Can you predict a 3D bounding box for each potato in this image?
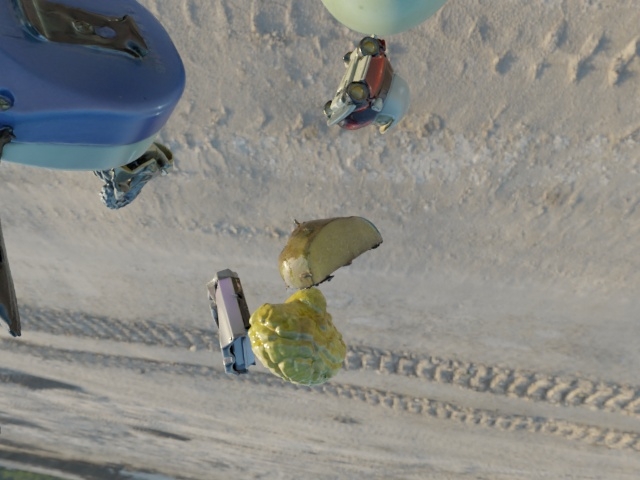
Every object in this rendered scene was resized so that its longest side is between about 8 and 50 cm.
[{"bbox_3d":[0.000,0.000,0.782,0.101,0.172,0.089,-11,104,48],"label":"potato"}]

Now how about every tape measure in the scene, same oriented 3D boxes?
[{"bbox_3d":[-0.203,-0.105,0.452,0.215,0.351,0.098,-8,154,-48],"label":"tape measure"}]

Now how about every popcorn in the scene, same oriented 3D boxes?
[{"bbox_3d":[-0.040,0.200,1.158,0.226,0.203,0.200,27,167,-1],"label":"popcorn"}]

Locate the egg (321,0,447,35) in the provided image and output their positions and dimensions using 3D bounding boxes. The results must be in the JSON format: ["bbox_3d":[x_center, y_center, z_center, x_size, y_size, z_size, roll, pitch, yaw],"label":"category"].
[{"bbox_3d":[0.112,-0.490,0.838,0.276,0.275,0.389,12,160,-3],"label":"egg"}]

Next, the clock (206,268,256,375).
[{"bbox_3d":[-0.219,0.207,1.335,0.084,0.186,0.253,-13,147,-15],"label":"clock"}]

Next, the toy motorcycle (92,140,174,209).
[{"bbox_3d":[-0.278,-0.134,0.782,0.094,0.130,0.229,46,156,13],"label":"toy motorcycle"}]

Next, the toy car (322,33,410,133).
[{"bbox_3d":[0.080,-0.219,0.800,0.112,0.139,0.112,21,172,-17],"label":"toy car"}]
